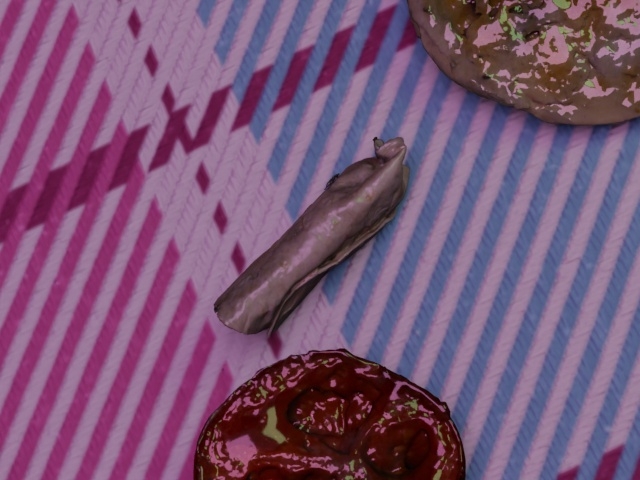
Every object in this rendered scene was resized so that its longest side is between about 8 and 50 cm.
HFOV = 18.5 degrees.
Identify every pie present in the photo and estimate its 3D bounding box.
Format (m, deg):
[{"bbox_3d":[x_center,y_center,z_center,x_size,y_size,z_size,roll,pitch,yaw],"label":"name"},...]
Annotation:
[{"bbox_3d":[0.225,-0.263,1.731,0.339,0.077,0.339,-2,77,10],"label":"pie"}]

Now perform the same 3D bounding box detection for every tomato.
[{"bbox_3d":[0.011,0.210,1.647,0.228,0.101,0.228,-1,69,2],"label":"tomato"}]

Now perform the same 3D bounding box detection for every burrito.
[{"bbox_3d":[0.000,0.000,1.709,0.060,0.087,0.226,44,84,8],"label":"burrito"}]
